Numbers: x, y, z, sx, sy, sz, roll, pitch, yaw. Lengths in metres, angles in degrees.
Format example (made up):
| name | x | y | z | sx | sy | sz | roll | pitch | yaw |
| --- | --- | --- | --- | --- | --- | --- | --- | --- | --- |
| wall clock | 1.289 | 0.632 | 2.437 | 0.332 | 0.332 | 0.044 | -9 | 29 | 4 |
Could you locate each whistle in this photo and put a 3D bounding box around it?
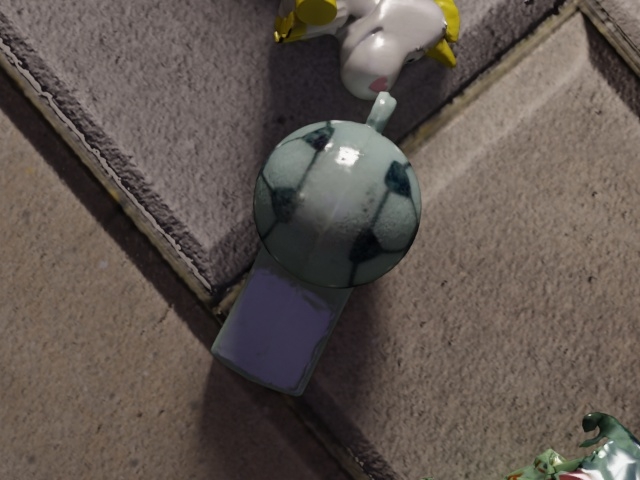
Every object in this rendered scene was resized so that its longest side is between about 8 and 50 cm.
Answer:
| name | x | y | z | sx | sy | sz | roll | pitch | yaw |
| --- | --- | --- | --- | --- | --- | --- | --- | --- | --- |
| whistle | 0.000 | 0.000 | 1.637 | 0.163 | 0.163 | 0.289 | 25 | 91 | -1 |

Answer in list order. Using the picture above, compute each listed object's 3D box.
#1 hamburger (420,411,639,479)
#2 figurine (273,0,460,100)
| name | x | y | z | sx | sy | sz | roll | pitch | yaw |
| --- | --- | --- | --- | --- | --- | --- | --- | --- | --- |
| hamburger | 0.230 | 0.309 | 1.666 | 0.276 | 0.150 | 0.260 | -23 | 74 | 15 |
| figurine | 0.045 | -0.200 | 1.670 | 0.178 | 0.109 | 0.129 | 33 | 69 | -4 |
